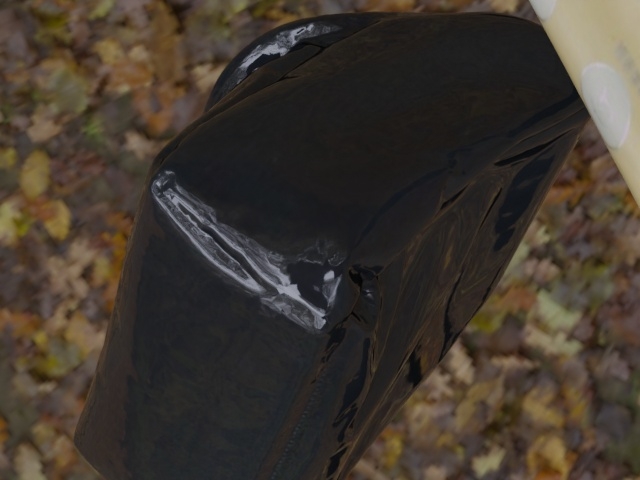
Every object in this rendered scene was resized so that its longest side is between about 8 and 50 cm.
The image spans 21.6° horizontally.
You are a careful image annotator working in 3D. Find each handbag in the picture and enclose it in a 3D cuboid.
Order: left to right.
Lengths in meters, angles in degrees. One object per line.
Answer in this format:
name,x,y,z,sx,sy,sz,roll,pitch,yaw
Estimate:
handbag,-0.003,-0.001,0.930,0.178,0.275,0.302,36,145,11

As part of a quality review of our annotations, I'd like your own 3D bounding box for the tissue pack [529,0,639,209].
tissue pack,0.142,-0.068,0.448,0.090,0.186,0.222,-50,57,44
